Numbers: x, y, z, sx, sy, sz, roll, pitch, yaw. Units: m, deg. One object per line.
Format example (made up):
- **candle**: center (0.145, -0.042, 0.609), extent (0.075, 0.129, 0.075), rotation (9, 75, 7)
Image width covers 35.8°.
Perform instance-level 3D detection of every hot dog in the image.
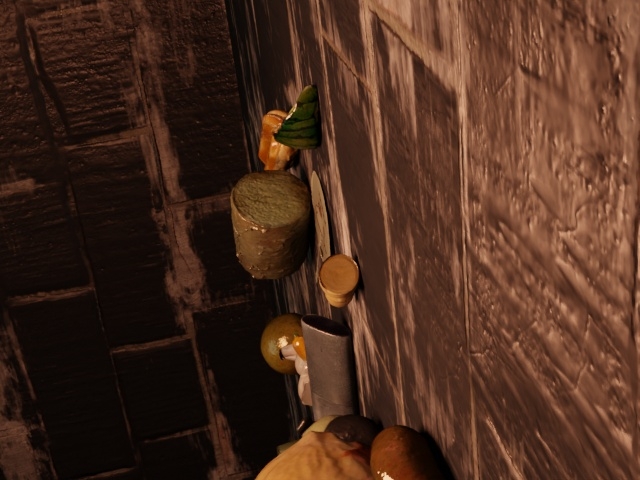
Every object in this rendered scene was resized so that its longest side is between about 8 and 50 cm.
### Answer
- **hot dog**: center (-0.089, -0.198, 2.089), extent (0.269, 0.072, 0.109), rotation (117, 143, -77)

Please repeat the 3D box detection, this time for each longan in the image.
- **longan**: center (-0.059, 0.249, 2.329), extent (0.145, 0.176, 0.154), rotation (-61, -16, 7)

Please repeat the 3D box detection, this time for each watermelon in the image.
- **watermelon**: center (-0.045, -0.200, 1.693), extent (0.181, 0.075, 0.092), rotation (153, 110, -84)

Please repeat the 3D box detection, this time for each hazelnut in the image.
- **hazelnut**: center (0.017, 0.390, 1.422), extent (0.261, 0.261, 0.241), rotation (105, 153, -75)

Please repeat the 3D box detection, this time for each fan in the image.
- **fan**: center (0.001, 0.000, 1.902), extent (0.329, 0.009, 0.191), rotation (93, 166, -57)

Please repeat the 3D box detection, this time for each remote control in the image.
- **remote control**: center (0.027, 0.306, 1.880), extent (0.044, 0.107, 0.378), rotation (-43, -42, -43)

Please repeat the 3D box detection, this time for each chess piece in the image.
- **chess piece**: center (0.031, 0.067, 1.573), extent (0.122, 0.066, 0.066), rotation (81, 176, -74)

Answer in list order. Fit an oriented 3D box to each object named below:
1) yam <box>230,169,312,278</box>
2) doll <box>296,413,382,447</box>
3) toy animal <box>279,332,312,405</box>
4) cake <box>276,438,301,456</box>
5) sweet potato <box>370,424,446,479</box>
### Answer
- **yam**: center (-0.099, -0.035, 2.034), extent (0.304, 0.167, 0.168), rotation (96, 162, -67)
- **doll**: center (0.049, 0.392, 1.625), extent (0.143, 0.135, 0.234), rotation (100, 154, -77)
- **toy animal**: center (-0.037, 0.270, 2.157), extent (0.127, 0.131, 0.182), rotation (-46, 35, 26)
- **cake**: center (0.006, 0.555, 2.172), extent (0.172, 0.157, 0.284), rotation (-147, 44, -82)
- **sweet potato**: center (0.104, 0.284, 1.218), extent (0.346, 0.079, 0.108), rotation (-147, 35, -85)
